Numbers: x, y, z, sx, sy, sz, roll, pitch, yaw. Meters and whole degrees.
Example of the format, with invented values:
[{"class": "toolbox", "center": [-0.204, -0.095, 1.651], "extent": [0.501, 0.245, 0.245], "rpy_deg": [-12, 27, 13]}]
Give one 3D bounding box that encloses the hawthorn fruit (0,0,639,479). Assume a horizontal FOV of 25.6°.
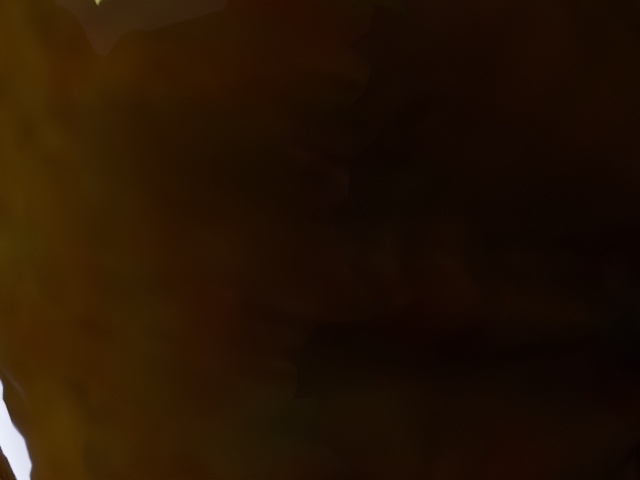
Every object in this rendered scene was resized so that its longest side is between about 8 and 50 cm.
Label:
[{"class": "hawthorn fruit", "center": [0.049, -0.040, 0.597], "extent": [0.472, 0.471, 0.472], "rpy_deg": [-45, 24, 26]}]
